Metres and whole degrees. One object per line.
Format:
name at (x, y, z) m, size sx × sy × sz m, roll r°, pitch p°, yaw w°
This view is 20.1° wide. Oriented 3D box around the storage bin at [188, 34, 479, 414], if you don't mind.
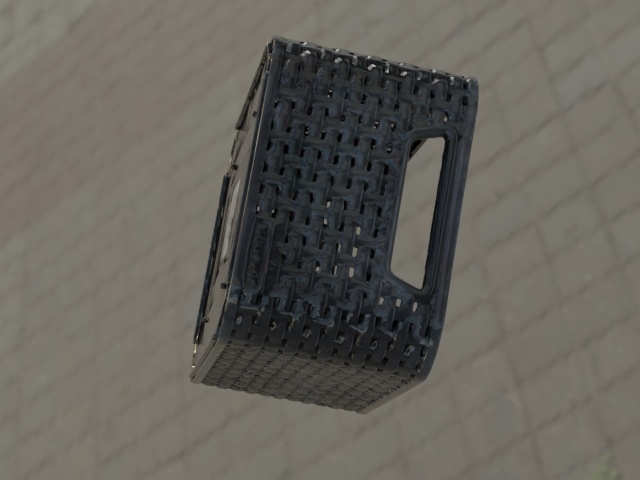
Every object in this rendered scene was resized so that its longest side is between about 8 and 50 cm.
storage bin at (0.000, 0.000, 0.753) m, size 0.180 × 0.084 × 0.122 m, roll 124°, pitch 157°, yaw -77°
